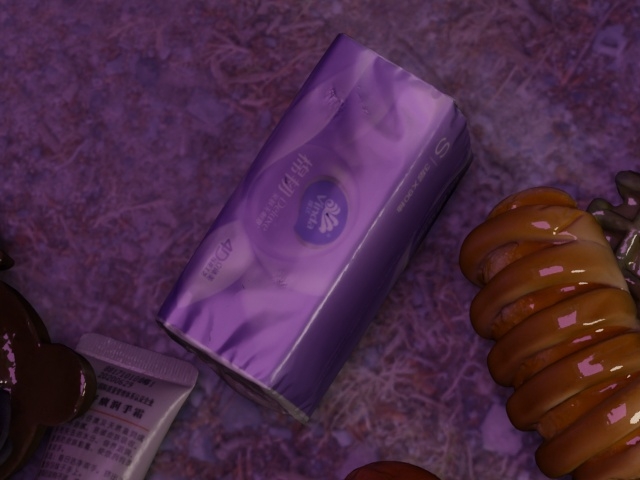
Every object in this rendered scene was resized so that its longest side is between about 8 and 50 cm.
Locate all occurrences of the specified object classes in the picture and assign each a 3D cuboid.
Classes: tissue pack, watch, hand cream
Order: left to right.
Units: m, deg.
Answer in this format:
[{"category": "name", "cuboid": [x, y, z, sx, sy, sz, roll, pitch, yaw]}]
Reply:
[{"category": "watch", "cuboid": [-0.440, 0.111, 1.918, 0.314, 0.327, 0.335, -31, 71, 17]}, {"category": "hand cream", "cuboid": [-0.245, 0.247, 2.002, 0.140, 0.089, 0.314, 19, 77, 20]}, {"category": "tissue pack", "cuboid": [0.000, 0.000, 1.937, 0.160, 0.242, 0.338, 31, 84, 14]}]

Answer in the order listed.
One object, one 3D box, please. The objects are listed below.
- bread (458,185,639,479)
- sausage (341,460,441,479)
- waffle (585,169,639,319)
[{"category": "bread", "cuboid": [0.230, 0.100, 1.917, 0.121, 0.173, 0.311, -11, 69, -35]}, {"category": "sausage", "cuboid": [0.112, 0.322, 1.903, 0.133, 0.133, 0.258, -34, 72, 0]}, {"category": "waffle", "cuboid": [0.412, 0.038, 1.958, 0.309, 0.056, 0.291, -12, 76, 7]}]
